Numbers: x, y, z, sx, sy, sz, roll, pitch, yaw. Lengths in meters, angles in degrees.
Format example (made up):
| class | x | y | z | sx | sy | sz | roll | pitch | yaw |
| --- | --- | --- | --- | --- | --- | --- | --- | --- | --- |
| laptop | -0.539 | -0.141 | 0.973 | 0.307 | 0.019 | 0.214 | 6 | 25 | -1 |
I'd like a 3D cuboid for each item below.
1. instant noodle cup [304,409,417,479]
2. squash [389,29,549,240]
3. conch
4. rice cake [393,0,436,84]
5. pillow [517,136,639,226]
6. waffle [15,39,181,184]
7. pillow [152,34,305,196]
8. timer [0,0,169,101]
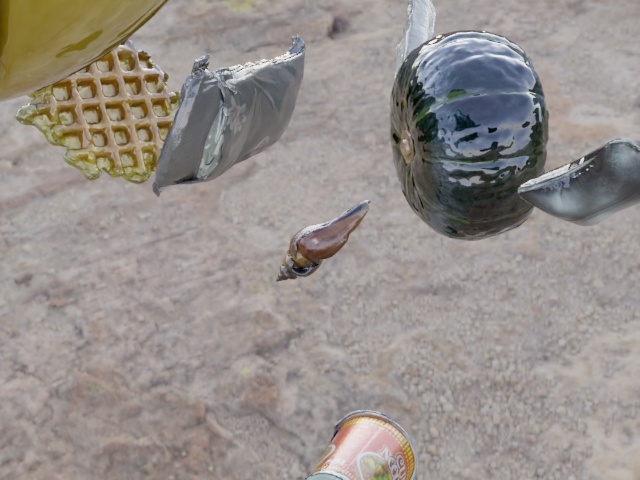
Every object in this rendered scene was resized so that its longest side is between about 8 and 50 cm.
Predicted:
| class | x | y | z | sx | sy | sz | roll | pitch | yaw |
| --- | --- | --- | --- | --- | --- | --- | --- | --- | --- |
| instant noodle cup | 0.062 | 0.457 | 1.724 | 0.193 | 0.193 | 0.212 | 13 | 21 | 24 |
| squash | 0.175 | -0.124 | 1.060 | 0.165 | 0.252 | 0.252 | -7 | 39 | -9 |
| conch | -0.005 | 0.000 | 1.695 | 0.080 | 0.233 | 0.086 | 31 | 36 | -20 |
| rice cake | 0.161 | -0.335 | 1.520 | 0.052 | 0.057 | 0.256 | -23 | 40 | 33 |
| pillow | 0.246 | -0.048 | 0.774 | 0.055 | 0.091 | 0.136 | -56 | 15 | -29 |
| waffle | -0.321 | -0.203 | 1.336 | 0.059 | 0.238 | 0.243 | -19 | 43 | 51 |
| pillow | -0.087 | -0.137 | 0.981 | 0.059 | 0.169 | 0.255 | 30 | 28 | 13 |
| timer | -0.153 | -0.239 | 0.384 | 0.387 | 0.376 | 0.376 | -21 | 41 | -26 |
